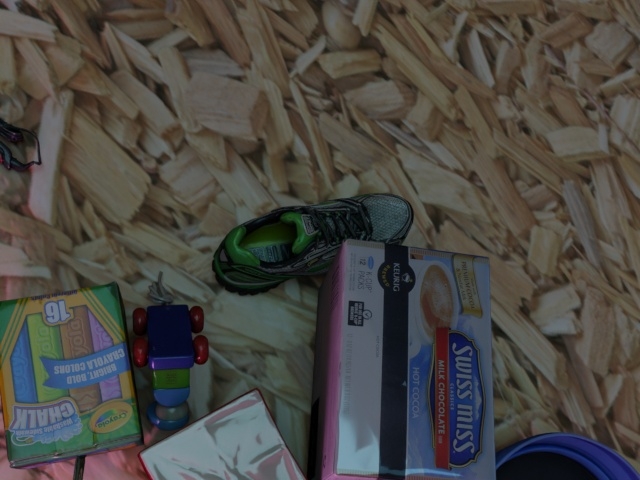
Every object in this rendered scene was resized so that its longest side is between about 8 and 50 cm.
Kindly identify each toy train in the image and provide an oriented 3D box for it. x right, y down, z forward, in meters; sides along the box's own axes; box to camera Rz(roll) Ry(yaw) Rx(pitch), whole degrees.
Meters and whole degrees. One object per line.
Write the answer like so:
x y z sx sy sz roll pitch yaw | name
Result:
-0.233 0.164 1.273 0.105 0.248 0.143 -1 114 -13 | toy train

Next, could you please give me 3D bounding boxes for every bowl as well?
0.358 0.493 1.277 0.392 0.077 0.390 4 78 -22 | bowl

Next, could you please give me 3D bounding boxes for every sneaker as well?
0.000 0.000 1.347 0.344 0.146 0.134 -18 78 -17 | sneaker

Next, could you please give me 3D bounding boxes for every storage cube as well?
-0.136 0.339 1.195 0.215 0.193 0.183 -26 81 -16 | storage cube

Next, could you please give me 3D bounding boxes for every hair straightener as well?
-0.543 -0.192 1.343 0.230 0.047 0.089 32 71 -1 | hair straightener

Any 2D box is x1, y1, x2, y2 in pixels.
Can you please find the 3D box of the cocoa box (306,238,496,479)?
0.116 0.206 1.245 0.228 0.231 0.346 7 65 -8 | cocoa box

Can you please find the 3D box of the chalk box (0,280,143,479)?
-0.351 0.228 1.192 0.179 0.180 0.288 -10 77 -14 | chalk box
